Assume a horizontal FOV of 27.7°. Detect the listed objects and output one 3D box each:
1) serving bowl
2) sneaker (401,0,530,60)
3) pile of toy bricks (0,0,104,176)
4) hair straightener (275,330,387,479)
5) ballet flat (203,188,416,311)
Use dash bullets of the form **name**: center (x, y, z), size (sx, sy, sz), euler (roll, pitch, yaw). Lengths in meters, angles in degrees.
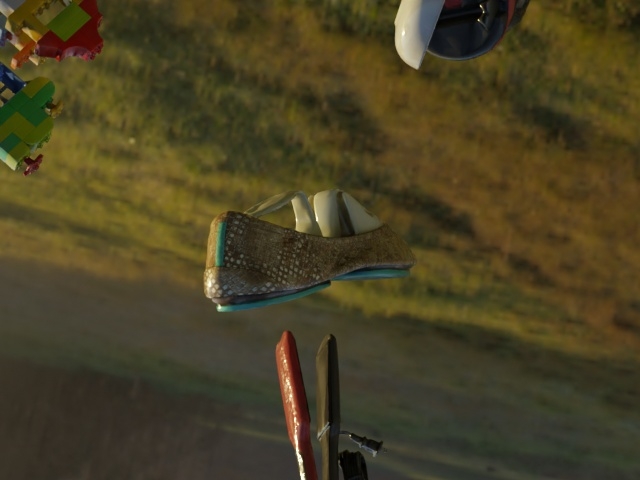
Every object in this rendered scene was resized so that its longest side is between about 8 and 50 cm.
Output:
- **serving bowl**: center (0.069, -0.159, 0.876), size (0.027, 0.083, 0.083), euler (20, 168, 2)
- **sneaker**: center (0.112, -0.279, 0.989), size (0.097, 0.276, 0.135), euler (-2, -169, 32)
- **pile of toy bricks**: center (-0.243, -0.096, 0.963), size (0.105, 0.212, 0.118), euler (41, 151, -1)
- **hair straightener**: center (0.021, 0.180, 1.105), size (0.089, 0.230, 0.047), euler (3, 141, -20)
- **ballet flat**: center (0.000, 0.000, 0.831), size (0.073, 0.067, 0.206), euler (-6, -179, 31)
